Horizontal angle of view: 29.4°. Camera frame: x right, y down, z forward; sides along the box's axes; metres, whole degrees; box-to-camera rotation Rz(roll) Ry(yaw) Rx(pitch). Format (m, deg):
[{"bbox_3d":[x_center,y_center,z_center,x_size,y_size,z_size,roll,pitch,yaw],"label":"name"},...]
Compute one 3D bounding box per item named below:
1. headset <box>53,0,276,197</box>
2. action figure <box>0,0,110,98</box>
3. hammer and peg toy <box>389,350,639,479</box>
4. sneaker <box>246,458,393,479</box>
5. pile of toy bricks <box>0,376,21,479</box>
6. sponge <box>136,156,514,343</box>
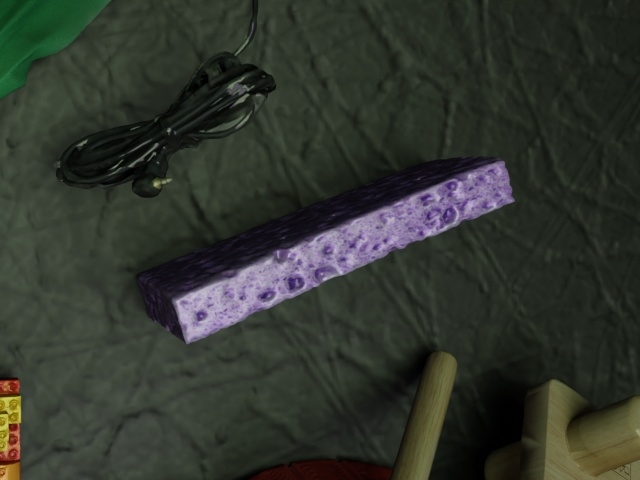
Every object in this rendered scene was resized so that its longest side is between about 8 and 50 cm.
[{"bbox_3d":[-0.146,-0.189,0.550,0.185,0.243,0.394,-27,127,12],"label":"headset"},{"bbox_3d":[-0.208,-0.110,0.668,0.137,0.063,0.232,37,78,-20],"label":"action figure"},{"bbox_3d":[0.172,0.212,0.727,0.361,0.127,0.266,36,45,-24],"label":"hammer and peg toy"},{"bbox_3d":[-0.031,0.219,0.761,0.221,0.087,0.128,-6,114,-21],"label":"sneaker"},{"bbox_3d":[-0.203,0.189,0.668,0.118,0.105,0.212,-2,94,-19],"label":"pile of toy bricks"},{"bbox_3d":[0.000,0.000,0.721,0.210,0.117,0.031,-22,99,-16],"label":"sponge"}]
